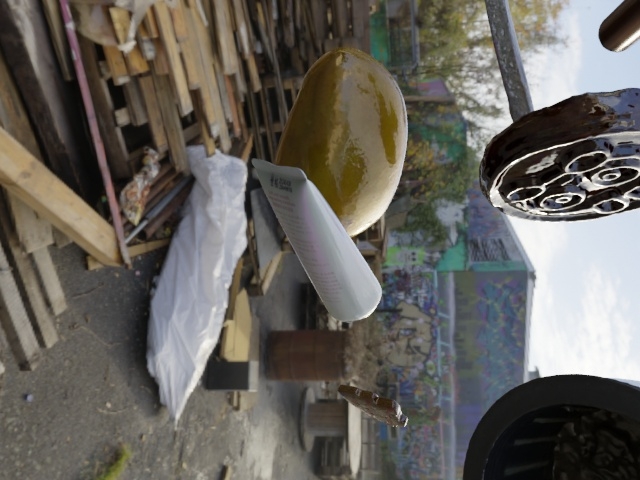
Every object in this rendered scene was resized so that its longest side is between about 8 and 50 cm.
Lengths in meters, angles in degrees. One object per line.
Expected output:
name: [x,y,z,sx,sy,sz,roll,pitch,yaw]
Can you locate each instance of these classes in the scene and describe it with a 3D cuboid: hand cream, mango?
hand cream: [0.000,0.000,0.945,0.186,0.118,0.358,26,-29,55]
mango: [0.047,-0.206,1.149,0.232,0.301,0.445,-110,-157,-59]

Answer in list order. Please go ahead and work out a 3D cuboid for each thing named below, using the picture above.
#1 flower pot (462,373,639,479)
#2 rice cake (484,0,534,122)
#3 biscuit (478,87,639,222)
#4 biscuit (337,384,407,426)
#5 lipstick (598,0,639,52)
flower pot: [0.380,0.298,0.601,0.331,0.294,0.293,8,77,-43]
rice cake: [0.516,-0.511,1.383,0.070,0.064,0.398,-37,112,-63]
biscuit: [0.515,-0.133,0.975,0.407,0.408,0.091,63,26,-65]
biscuit: [0.088,0.288,0.876,0.019,0.130,0.119,-57,159,-29]
lipstick: [0.405,-0.301,0.522,0.356,0.058,0.057,91,-3,-84]
